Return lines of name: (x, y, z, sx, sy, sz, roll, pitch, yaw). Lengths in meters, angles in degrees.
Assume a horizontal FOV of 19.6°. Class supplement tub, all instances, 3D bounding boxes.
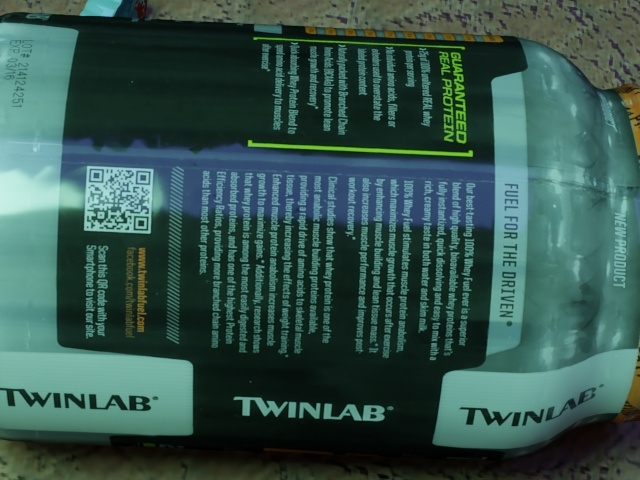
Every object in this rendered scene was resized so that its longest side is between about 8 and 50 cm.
supplement tub: (0.000, 0.000, 0.830, 0.316, 0.193, 0.193, 3, 60, -2)

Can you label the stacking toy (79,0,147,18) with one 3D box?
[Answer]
stacking toy: (-0.097, -0.145, 0.993, 0.167, 0.052, 0.221, 24, 63, 12)
